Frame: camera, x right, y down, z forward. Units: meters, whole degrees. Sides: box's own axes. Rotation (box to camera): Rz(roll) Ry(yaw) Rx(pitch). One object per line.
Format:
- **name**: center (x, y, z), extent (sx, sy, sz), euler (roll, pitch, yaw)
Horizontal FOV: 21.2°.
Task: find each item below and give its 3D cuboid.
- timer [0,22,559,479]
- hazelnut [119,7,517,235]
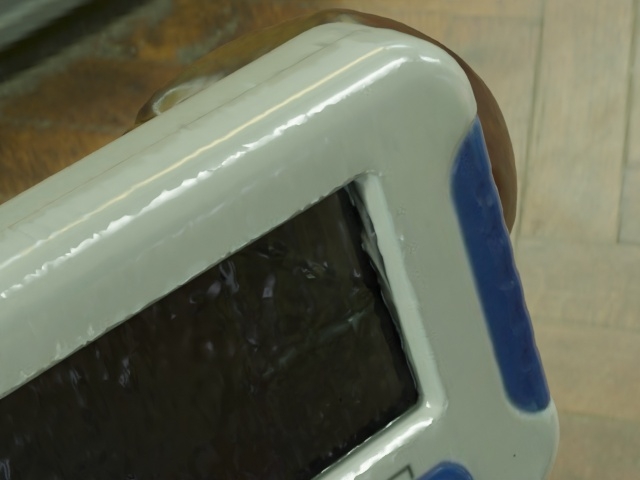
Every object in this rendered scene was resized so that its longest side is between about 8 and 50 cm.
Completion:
- **timer**: center (-0.050, 0.059, 0.510), extent (0.253, 0.178, 0.078), euler (-31, 30, -24)
- **hazelnut**: center (0.000, 0.000, 0.913), extent (0.234, 0.218, 0.218), euler (-29, 57, 8)
